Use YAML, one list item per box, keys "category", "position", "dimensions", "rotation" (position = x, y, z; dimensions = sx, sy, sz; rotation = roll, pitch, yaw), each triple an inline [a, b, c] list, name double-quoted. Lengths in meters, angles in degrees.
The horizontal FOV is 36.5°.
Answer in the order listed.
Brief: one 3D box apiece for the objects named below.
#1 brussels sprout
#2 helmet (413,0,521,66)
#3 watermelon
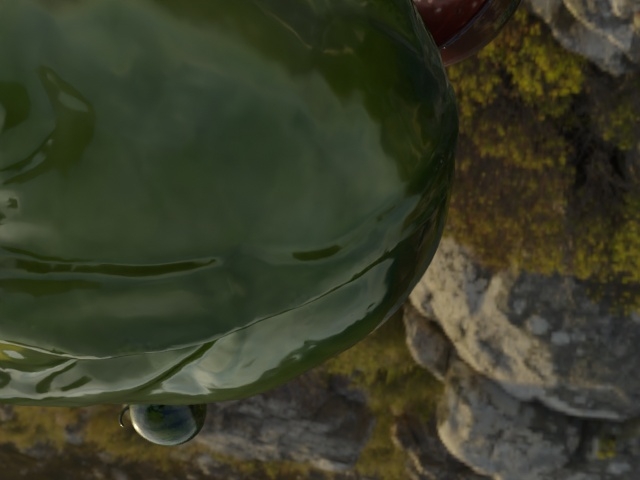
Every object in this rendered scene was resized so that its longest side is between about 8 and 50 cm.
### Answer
- category: "brussels sprout"
  position: [-0.085, -0.062, 0.688]
  dimensions: [0.361, 0.342, 0.425]
  rotation: [15, 112, 4]
- category: "helmet"
  position: [0.172, -0.391, 1.464]
  dimensions: [0.338, 0.384, 0.230]
  rotation: [21, 176, 31]
- category: "watermelon"
  position: [-0.194, 0.207, 1.217]
  dimensions: [0.109, 0.109, 0.109]
  rotation: [9, 140, 8]
